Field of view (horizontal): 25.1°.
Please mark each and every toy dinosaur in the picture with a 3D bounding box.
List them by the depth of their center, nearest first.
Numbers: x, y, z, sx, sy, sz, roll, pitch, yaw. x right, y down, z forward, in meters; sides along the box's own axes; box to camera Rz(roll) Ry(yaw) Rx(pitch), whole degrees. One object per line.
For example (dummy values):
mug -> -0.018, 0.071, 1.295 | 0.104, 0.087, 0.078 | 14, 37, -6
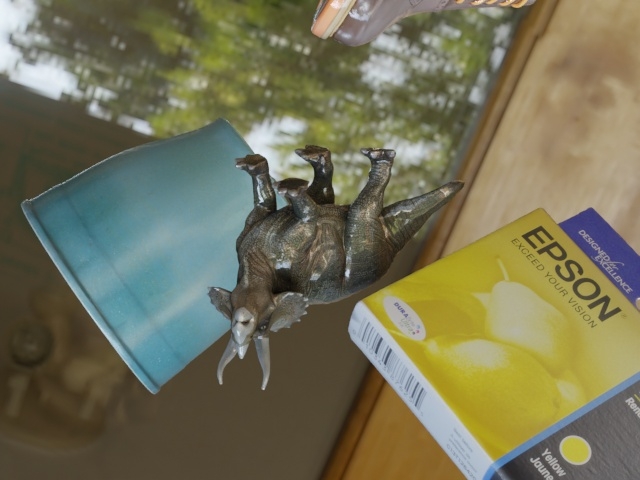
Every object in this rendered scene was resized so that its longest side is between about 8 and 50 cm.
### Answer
toy dinosaur -> 0.000, 0.000, 1.316 | 0.121, 0.160, 0.313 | 20, -150, 39

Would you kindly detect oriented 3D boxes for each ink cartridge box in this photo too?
ink cartridge box -> 0.236, 0.113, 1.280 | 0.307, 0.072, 0.303 | -28, -119, -24

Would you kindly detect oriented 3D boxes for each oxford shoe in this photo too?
oxford shoe -> 0.126, -0.243, 1.165 | 0.133, 0.130, 0.363 | 43, -129, 3

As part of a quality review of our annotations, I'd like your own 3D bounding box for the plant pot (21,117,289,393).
plant pot -> -0.167, -0.003, 1.683 | 0.272, 0.255, 0.271 | 55, 175, 7
